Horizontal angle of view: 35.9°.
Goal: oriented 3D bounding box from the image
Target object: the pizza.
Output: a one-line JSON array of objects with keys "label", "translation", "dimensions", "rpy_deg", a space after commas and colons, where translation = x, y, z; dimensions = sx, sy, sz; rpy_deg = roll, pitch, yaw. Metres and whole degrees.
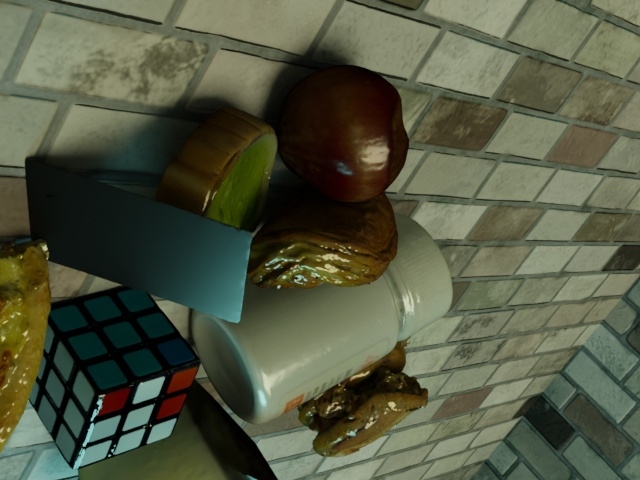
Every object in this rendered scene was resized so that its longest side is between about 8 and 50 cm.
[{"label": "pizza", "translation": [-0.419, 0.119, 1.040], "dimensions": [0.288, 0.075, 0.279], "rpy_deg": [12, 83, -49]}]

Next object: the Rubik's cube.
[{"label": "Rubik's cube", "translation": [-0.281, 0.178, 1.307], "dimensions": [0.162, 0.160, 0.163], "rpy_deg": [-13, 140, -43]}]

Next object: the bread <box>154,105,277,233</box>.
[{"label": "bread", "translation": [-0.127, -0.050, 1.205], "dimensions": [0.236, 0.070, 0.236], "rpy_deg": [-60, 168, -21]}]

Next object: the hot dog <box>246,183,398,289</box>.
[{"label": "hot dog", "translation": [0.000, 0.000, 1.332], "dimensions": [0.272, 0.196, 0.122], "rpy_deg": [-61, 146, -64]}]

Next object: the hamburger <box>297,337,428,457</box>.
[{"label": "hamburger", "translation": [0.069, 0.264, 1.796], "dimensions": [0.260, 0.211, 0.245], "rpy_deg": [-33, 157, -6]}]

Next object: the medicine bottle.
[{"label": "medicine bottle", "translation": [0.006, 0.111, 1.522], "dimensions": [0.371, 0.211, 0.211], "rpy_deg": [-26, 147, -28]}]

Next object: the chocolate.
[{"label": "chocolate", "translation": [-0.221, 0.412, 1.521], "dimensions": [0.297, 0.326, 0.314], "rpy_deg": [-40, 161, -14]}]

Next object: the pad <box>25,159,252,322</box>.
[{"label": "pad", "translation": [-0.207, 0.003, 1.116], "dimensions": [0.159, 0.265, 0.009], "rpy_deg": [103, 7, -46]}]

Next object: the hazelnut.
[{"label": "hazelnut", "translation": [0.025, -0.132, 1.277], "dimensions": [0.178, 0.178, 0.204], "rpy_deg": [-39, -177, -7]}]
